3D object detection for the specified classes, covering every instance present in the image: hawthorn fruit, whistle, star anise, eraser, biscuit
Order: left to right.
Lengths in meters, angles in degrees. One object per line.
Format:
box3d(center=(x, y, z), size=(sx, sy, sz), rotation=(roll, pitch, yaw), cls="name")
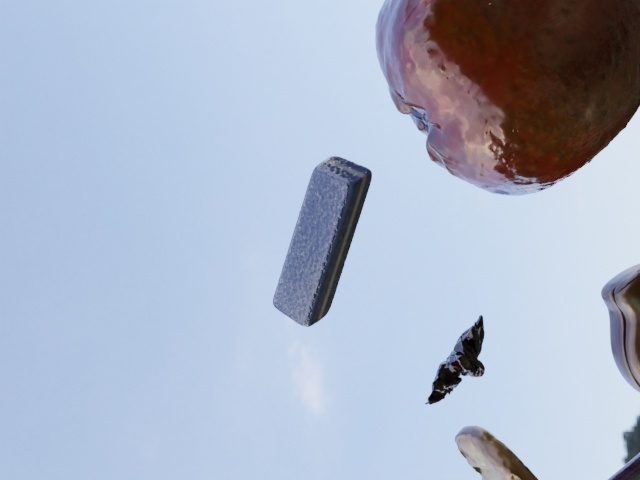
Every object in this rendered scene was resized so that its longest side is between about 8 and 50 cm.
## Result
box3d(center=(0.000, 0.000, 1.072), size=(0.036, 0.082, 0.225), rotation=(4, -73, -48), cls="eraser")
box3d(center=(0.362, 0.317, 2.021), size=(0.272, 0.102, 0.272), rotation=(-52, -15, -21), cls="star anise")
box3d(center=(0.197, -0.195, 0.810), size=(0.300, 0.275, 0.275), rotation=(-47, -56, -17), cls="hawthorn fruit")
box3d(center=(0.288, 0.368, 1.047), size=(0.045, 0.154, 0.299), rotation=(-31, -102, -18), cls="biscuit")
box3d(center=(0.586, 0.438, 1.514), size=(0.176, 0.033, 0.033), rotation=(-31, -68, -17), cls="whistle")

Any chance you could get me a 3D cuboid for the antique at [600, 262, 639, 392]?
box3d(center=(0.585, 0.155, 1.321), size=(0.278, 0.129, 0.223), rotation=(44, -94, -4), cls="antique")
